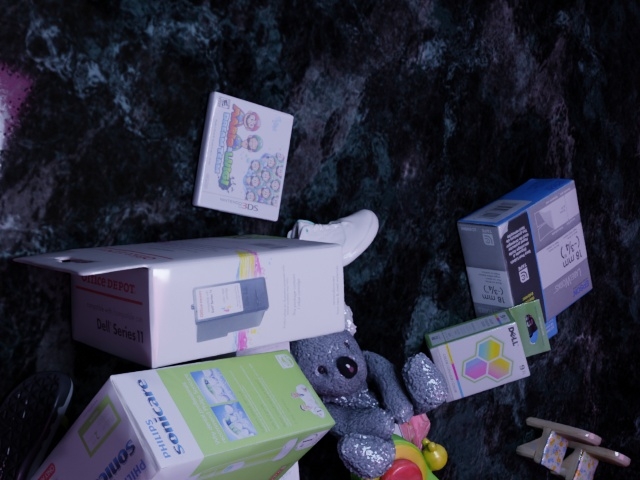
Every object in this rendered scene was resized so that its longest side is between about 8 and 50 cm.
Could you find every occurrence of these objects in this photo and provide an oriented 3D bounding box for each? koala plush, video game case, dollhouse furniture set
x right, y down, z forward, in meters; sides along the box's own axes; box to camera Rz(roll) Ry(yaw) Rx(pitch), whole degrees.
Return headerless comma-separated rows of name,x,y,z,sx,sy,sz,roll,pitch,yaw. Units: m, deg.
koala plush,0.032,0.204,1.327,0.221,0.203,0.196,44,76,-12
video game case,-0.106,-0.115,1.251,0.143,0.019,0.157,11,87,-42
dollhouse furniture set,0.548,0.597,1.744,0.394,0.256,0.362,34,72,-39

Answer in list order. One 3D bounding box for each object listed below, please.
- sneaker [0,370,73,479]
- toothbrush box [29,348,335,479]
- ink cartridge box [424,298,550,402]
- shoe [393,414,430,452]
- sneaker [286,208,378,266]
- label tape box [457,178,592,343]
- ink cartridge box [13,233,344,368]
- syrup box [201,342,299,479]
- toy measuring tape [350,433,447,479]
sneaker,-0.340,0.268,1.055,0.097,0.084,0.235,33,75,-58
toothbrush box,-0.154,0.245,1.033,0.283,0.122,0.206,-3,140,-52
ink cartridge box,0.294,0.189,1.532,0.209,0.062,0.109,-18,110,2
shoe,0.152,0.350,1.495,0.081,0.063,0.178,-25,106,-31
sneaker,0.000,0.000,1.325,0.212,0.080,0.094,-41,108,-30
label tape box,0.392,0.080,1.656,0.240,0.105,0.334,-28,112,-36
ink cartridge box,-0.167,0.067,1.089,0.353,0.207,0.119,-5,98,-39
syrup box,-0.099,0.229,1.240,0.096,0.093,0.237,-10,101,-40
toy measuring tape,0.051,0.380,1.368,0.330,0.121,0.121,-21,109,-19
